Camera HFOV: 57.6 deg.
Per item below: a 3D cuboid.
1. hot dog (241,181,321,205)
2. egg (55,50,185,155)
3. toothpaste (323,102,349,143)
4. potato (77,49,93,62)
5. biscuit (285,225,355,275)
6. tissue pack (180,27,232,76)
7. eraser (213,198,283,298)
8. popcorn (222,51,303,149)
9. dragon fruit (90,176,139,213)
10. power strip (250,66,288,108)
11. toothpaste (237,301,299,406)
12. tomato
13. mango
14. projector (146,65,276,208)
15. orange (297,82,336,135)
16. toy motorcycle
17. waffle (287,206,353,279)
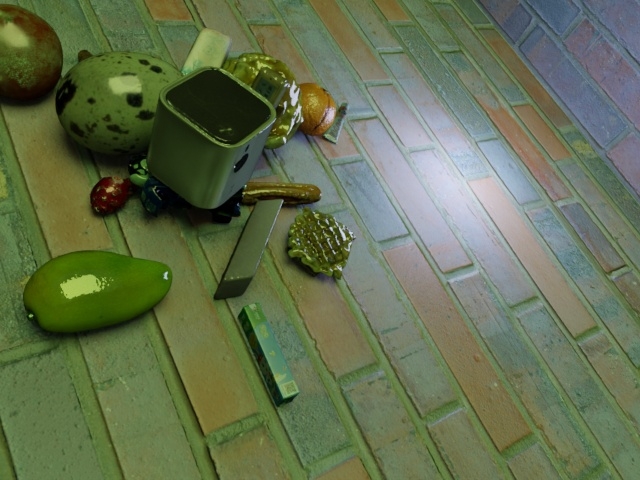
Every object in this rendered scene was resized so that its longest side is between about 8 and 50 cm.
[{"bbox_3d":[-0.136,-0.145,1.825,0.289,0.068,0.083,-1,34,-22],"label":"hot dog"},{"bbox_3d":[-0.543,-0.385,1.644,0.380,0.287,0.287,-6,60,-26],"label":"egg"},{"bbox_3d":[0.063,-0.436,2.155,0.056,0.036,0.205,28,53,-8],"label":"toothpaste"},{"bbox_3d":[-0.739,-0.572,1.845,0.051,0.040,0.083,-19,66,-30],"label":"potato"},{"bbox_3d":[0.006,0.006,1.812,0.131,0.026,0.237,44,50,6],"label":"biscuit"},{"bbox_3d":[-0.391,-0.532,1.886,0.124,0.201,0.271,25,49,-16],"label":"tissue pack"},{"bbox_3d":[-0.198,0.018,1.645,0.077,0.111,0.352,26,49,-10],"label":"eraser"},{"bbox_3d":[-0.195,-0.427,1.861,0.275,0.335,0.279,7,27,30],"label":"popcorn"},{"bbox_3d":[-0.557,-0.145,1.602,0.094,0.094,0.190,37,44,2],"label":"dragon fruit"},{"bbox_3d":[-0.222,-0.323,1.716,0.092,0.387,0.066,34,23,5],"label":"power strip"},{"bbox_3d":[-0.137,0.293,1.509,0.050,0.065,0.266,-14,65,-30],"label":"toothpaste"},{"bbox_3d":[-0.867,-0.539,1.640,0.270,0.222,0.270,11,53,-15],"label":"tomato"},{"bbox_3d":[-0.521,0.111,1.390,0.343,0.156,0.192,-8,70,-35],"label":"mango"},{"bbox_3d":[-0.294,-0.272,1.546,0.248,0.249,0.248,37,47,4],"label":"projector"},{"bbox_3d":[-0.033,-0.461,2.028,0.193,0.161,0.193,33,29,-21],"label":"orange"},{"bbox_3d":[-0.378,-0.140,1.642,0.331,0.125,0.196,13,49,-23],"label":"toy motorcycle"},{"bbox_3d":[0.001,-0.002,1.761,0.204,0.054,0.223,26,50,-7],"label":"waffle"}]
